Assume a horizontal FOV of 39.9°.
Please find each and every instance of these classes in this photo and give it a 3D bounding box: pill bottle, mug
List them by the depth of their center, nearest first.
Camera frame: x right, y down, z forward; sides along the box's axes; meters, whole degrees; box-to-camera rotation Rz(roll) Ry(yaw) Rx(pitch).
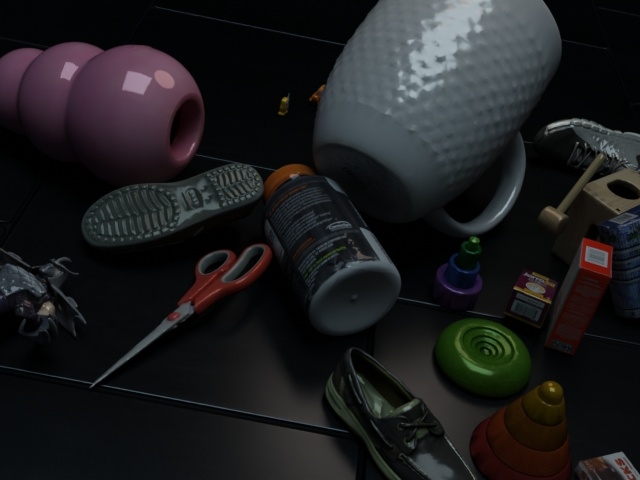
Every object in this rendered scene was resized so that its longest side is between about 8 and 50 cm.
[{"bbox_3d":[0.000,0.000,1.175,0.130,0.130,0.245,-7,42,-23],"label":"pill bottle"},{"bbox_3d":[0.175,-0.167,1.283,0.276,0.374,0.328,5,53,53],"label":"mug"}]

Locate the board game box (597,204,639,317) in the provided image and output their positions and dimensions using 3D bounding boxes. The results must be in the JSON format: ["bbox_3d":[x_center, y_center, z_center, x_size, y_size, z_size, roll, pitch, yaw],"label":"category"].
[{"bbox_3d":[0.504,0.033,1.246,0.194,0.194,0.060,-24,19,-14],"label":"board game box"}]

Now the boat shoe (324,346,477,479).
[{"bbox_3d":[0.089,0.207,0.984,0.080,0.073,0.223,-21,48,-35],"label":"boat shoe"}]

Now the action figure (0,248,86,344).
[{"bbox_3d":[-0.393,0.079,0.999,0.185,0.099,0.285,24,34,29],"label":"action figure"}]

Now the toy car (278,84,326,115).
[{"bbox_3d":[-0.013,-0.245,1.554,0.060,0.040,0.122,36,43,27],"label":"toy car"}]

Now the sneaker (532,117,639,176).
[{"bbox_3d":[0.489,-0.139,1.524,0.229,0.086,0.132,4,41,-12],"label":"sneaker"}]

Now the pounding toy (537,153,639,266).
[{"bbox_3d":[0.414,-0.031,1.285,0.206,0.181,0.094,-19,48,-34],"label":"pounding toy"}]

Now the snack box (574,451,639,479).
[{"bbox_3d":[0.355,0.312,0.965,0.064,0.022,0.178,-5,41,-23],"label":"snack box"}]

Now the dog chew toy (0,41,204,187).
[{"bbox_3d":[-0.341,-0.195,1.287,0.332,0.206,0.206,14,37,17],"label":"dog chew toy"}]

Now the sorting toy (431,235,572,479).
[{"bbox_3d":[0.222,0.126,1.082,0.127,0.126,0.365,1,40,-13],"label":"sorting toy"}]

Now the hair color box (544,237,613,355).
[{"bbox_3d":[0.340,0.075,1.164,0.043,0.141,0.072,18,38,7],"label":"hair color box"}]

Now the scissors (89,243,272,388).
[{"bbox_3d":[-0.160,0.086,1.080,0.109,0.021,0.297,0,31,28],"label":"scissors"}]

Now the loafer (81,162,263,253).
[{"bbox_3d":[-0.198,-0.030,1.208,0.251,0.087,0.094,-14,62,-11],"label":"loafer"}]

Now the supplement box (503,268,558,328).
[{"bbox_3d":[0.291,0.079,1.211,0.055,0.043,0.083,22,24,14],"label":"supplement box"}]
